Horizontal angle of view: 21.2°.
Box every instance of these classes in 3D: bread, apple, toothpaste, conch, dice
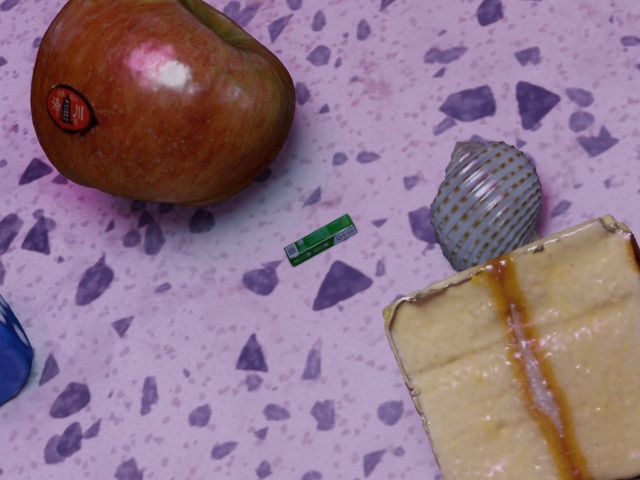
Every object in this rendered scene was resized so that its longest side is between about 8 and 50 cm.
[{"bbox_3d":[0.215,0.134,1.650,0.263,0.198,0.236,-22,62,9],"label":"bread"},{"bbox_3d":[-0.186,-0.151,1.935,0.250,0.277,0.309,-57,36,10],"label":"apple"},{"bbox_3d":[0.000,0.000,1.914,0.083,0.017,0.020,-28,51,2],"label":"toothpaste"},{"bbox_3d":[0.173,-0.036,1.824,0.135,0.102,0.153,-32,53,18],"label":"conch"},{"bbox_3d":[-0.420,0.115,1.928,0.146,0.143,0.146,-34,57,-3],"label":"dice"}]
